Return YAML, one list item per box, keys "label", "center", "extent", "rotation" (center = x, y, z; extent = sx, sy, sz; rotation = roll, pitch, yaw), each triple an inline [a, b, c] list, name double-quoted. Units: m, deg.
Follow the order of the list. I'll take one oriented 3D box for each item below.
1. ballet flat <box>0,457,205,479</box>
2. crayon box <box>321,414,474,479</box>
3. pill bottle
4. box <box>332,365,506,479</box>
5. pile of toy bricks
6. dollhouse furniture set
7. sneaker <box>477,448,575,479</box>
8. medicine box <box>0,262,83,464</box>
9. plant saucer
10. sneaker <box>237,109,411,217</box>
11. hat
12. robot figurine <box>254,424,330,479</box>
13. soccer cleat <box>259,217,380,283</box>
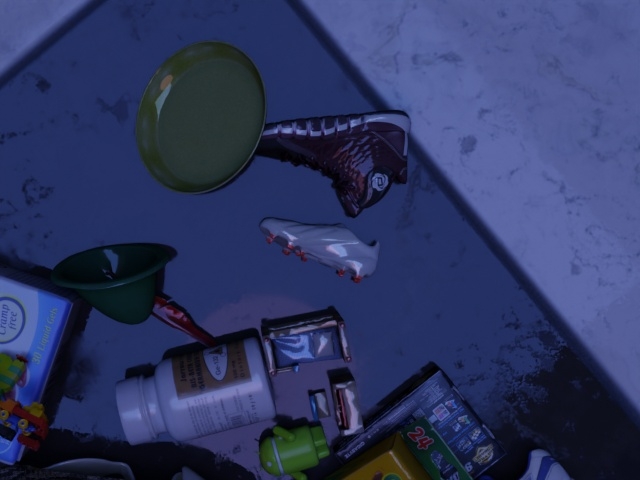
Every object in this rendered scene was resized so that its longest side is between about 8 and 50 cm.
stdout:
- label: "ballet flat"
  center: [-0.281, 0.407, 1.735]
  extent: [0.482, 0.182, 0.164]
  rotation: [12, 116, -14]
- label: "crayon box"
  center: [0.088, 0.437, 1.765]
  extent: [0.318, 0.081, 0.202]
  rotation: [-37, 93, 17]
- label: "pill bottle"
  center: [-0.192, 0.238, 1.765]
  extent: [0.229, 0.131, 0.131]
  rotation: [-14, 93, -3]
- label: "box"
  center: [0.157, 0.335, 1.828]
  extent: [0.220, 0.051, 0.175]
  rotation: [-39, 94, -1]
- label: "pile of toy bricks"
  center: [-0.460, 0.203, 1.626]
  extent: [0.212, 0.118, 0.105]
  rotation: [23, 62, 11]
- label: "dollhouse furniture set"
  center: [-0.012, 0.219, 1.775]
  extent: [0.129, 0.129, 0.184]
  rotation: [-11, 93, -3]
- label: "sneaker"
  center: [0.269, 0.448, 1.827]
  extent: [0.296, 0.112, 0.131]
  rotation: [-34, 72, -1]
- label: "medicine box"
  center: [-0.542, 0.161, 1.734]
  extent: [0.289, 0.149, 0.264]
  rotation: [19, 91, -5]
- label: "plant saucer"
  center: [-0.176, -0.185, 1.750]
  extent: [0.241, 0.037, 0.241]
  rotation: [-6, 77, 28]
- label: "sneaker"
  center: [0.008, -0.111, 1.780]
  extent: [0.281, 0.106, 0.163]
  rotation: [-6, 95, -4]
- label: "hat"
  center: [-0.295, 0.117, 1.758]
  extent: [0.208, 0.173, 0.184]
  rotation: [0, 112, 20]
- label: "robot figurine"
  center: [-0.045, 0.332, 1.808]
  extent: [0.115, 0.067, 0.101]
  rotation: [-16, 123, -3]
- label: "soccer cleat"
  center: [0.000, 0.000, 1.806]
  extent: [0.196, 0.068, 0.076]
  rotation: [23, 76, -5]
